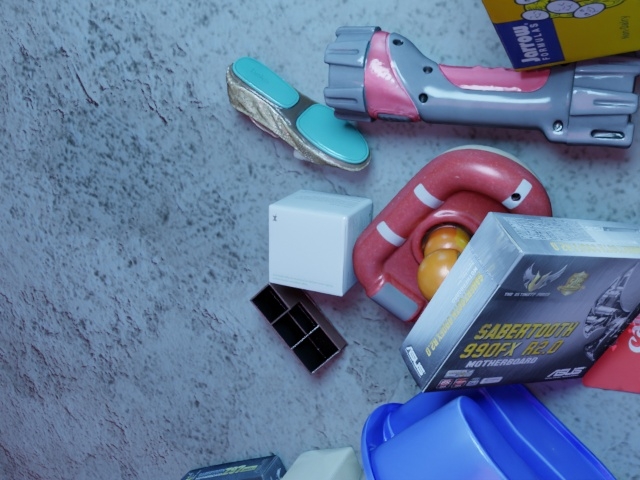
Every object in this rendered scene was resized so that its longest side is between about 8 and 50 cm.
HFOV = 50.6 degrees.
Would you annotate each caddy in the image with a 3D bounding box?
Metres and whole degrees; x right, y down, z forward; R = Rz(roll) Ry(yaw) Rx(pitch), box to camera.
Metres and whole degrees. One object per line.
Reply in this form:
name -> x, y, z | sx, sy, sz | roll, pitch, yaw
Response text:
caddy -> 0.195, 0.298, 0.740 | 0.341, 0.241, 0.179 | 45, 112, 6

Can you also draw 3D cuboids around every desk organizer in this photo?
desk organizer -> -0.029, 0.107, 0.887 | 0.047, 0.050, 0.130 | -41, 87, 29

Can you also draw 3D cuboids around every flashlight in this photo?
flashlight -> 0.159, -0.165, 0.693 | 0.304, 0.103, 0.103 | 6, 134, 19

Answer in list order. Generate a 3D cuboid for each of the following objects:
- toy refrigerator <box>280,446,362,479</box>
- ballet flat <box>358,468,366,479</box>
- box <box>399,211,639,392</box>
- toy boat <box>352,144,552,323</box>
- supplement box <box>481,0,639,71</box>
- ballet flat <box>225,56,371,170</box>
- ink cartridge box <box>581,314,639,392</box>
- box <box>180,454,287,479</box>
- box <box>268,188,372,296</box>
toy refrigerator -> 0.031, 0.434, 0.936 | 0.094, 0.102, 0.269 | -15, 100, 28
ballet flat -> 0.149, 0.336, 0.872 | 0.213, 0.072, 0.068 | 10, 80, 19
box -> 0.216, 0.064, 0.658 | 0.183, 0.231, 0.056 | -63, 39, 34
toy boat -> 0.135, 0.014, 0.711 | 0.151, 0.151, 0.231 | 35, 120, -10
supplement box -> 0.299, -0.279, 0.497 | 0.356, 0.194, 0.195 | -4, 77, 26
ballet flat -> -0.029, -0.140, 0.811 | 0.206, 0.073, 0.067 | 41, 146, 11
ink cartridge box -> 0.388, 0.095, 0.691 | 0.225, 0.056, 0.181 | 2, 106, 23
box -> -0.099, 0.449, 1.024 | 0.183, 0.059, 0.232 | -21, 97, 28
box -> 0.000, 0.000, 0.818 | 0.101, 0.087, 0.102 | 10, 110, 22
